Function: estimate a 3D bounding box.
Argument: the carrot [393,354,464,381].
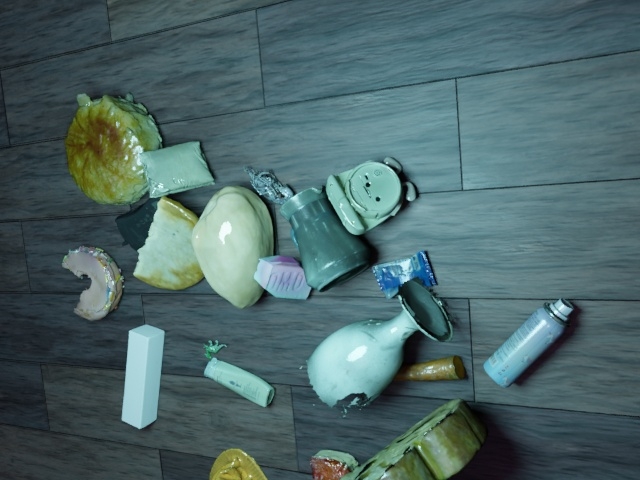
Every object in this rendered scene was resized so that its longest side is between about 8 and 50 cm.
[{"bbox_3d":[0.233,0.317,1.412,0.224,0.057,0.057,-14,91,33],"label":"carrot"}]

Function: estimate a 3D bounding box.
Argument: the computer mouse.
[{"bbox_3d":[-0.474,-0.050,1.674,0.264,0.088,0.147,-25,111,24],"label":"computer mouse"}]

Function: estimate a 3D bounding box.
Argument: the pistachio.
[{"bbox_3d":[-0.219,0.017,1.513,0.213,0.193,0.318,-14,107,-14],"label":"pistachio"}]

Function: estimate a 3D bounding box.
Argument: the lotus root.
[{"bbox_3d":[0.184,0.500,1.304,0.390,0.375,0.111,-34,81,-12],"label":"lotus root"}]

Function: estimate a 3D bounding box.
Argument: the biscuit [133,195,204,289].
[{"bbox_3d":[-0.400,0.029,1.634,0.204,0.040,0.309,28,125,-4],"label":"biscuit"}]

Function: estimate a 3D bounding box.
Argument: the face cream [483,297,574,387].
[{"bbox_3d":[0.457,0.218,1.269,0.075,0.075,0.229,42,114,14],"label":"face cream"}]

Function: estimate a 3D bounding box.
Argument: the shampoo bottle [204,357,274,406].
[{"bbox_3d":[-0.229,0.398,1.641,0.212,0.049,0.072,17,109,23],"label":"shampoo bottle"}]

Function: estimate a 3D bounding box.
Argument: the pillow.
[{"bbox_3d":[-0.384,-0.192,1.574,0.134,0.181,0.078,71,158,9],"label":"pillow"}]

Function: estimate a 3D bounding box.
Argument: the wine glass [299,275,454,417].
[{"bbox_3d":[0.129,0.253,1.371,0.357,0.190,0.190,-45,78,24],"label":"wine glass"}]

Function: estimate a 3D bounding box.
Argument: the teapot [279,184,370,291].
[{"bbox_3d":[0.000,0.000,1.424,0.225,0.170,0.203,62,147,13],"label":"teapot"}]

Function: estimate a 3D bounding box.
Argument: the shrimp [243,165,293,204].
[{"bbox_3d":[-0.140,-0.147,1.517,0.165,0.056,0.065,39,128,5],"label":"shrimp"}]

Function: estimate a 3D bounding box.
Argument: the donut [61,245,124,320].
[{"bbox_3d":[-0.694,0.127,1.807,0.199,0.085,0.233,-9,93,27],"label":"donut"}]

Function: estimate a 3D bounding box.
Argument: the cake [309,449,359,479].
[{"bbox_3d":[0.052,0.657,1.523,0.116,0.086,0.221,-10,92,29],"label":"cake"}]

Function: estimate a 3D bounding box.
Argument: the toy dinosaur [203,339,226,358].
[{"bbox_3d":[-0.307,0.319,1.685,0.083,0.021,0.062,16,111,27],"label":"toy dinosaur"}]

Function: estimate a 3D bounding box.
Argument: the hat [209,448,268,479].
[{"bbox_3d":[-0.274,0.748,1.613,0.233,0.233,0.245,13,104,22],"label":"hat"}]

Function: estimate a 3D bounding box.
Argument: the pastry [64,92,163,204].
[{"bbox_3d":[-0.589,-0.253,1.672,0.329,0.136,0.330,3,98,24],"label":"pastry"}]

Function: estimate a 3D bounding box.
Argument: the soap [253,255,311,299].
[{"bbox_3d":[-0.092,0.093,1.475,0.056,0.149,0.100,40,114,50],"label":"soap"}]

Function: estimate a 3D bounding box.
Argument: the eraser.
[{"bbox_3d":[-0.541,0.414,1.780,0.078,0.076,0.299,14,103,24],"label":"eraser"}]

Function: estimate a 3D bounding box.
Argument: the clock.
[{"bbox_3d":[0.120,-0.114,1.349,0.190,0.062,0.152,-27,76,-10],"label":"clock"}]

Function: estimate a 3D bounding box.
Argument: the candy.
[{"bbox_3d":[0.198,0.085,1.393,0.136,0.038,0.088,-20,95,20],"label":"candy"}]
